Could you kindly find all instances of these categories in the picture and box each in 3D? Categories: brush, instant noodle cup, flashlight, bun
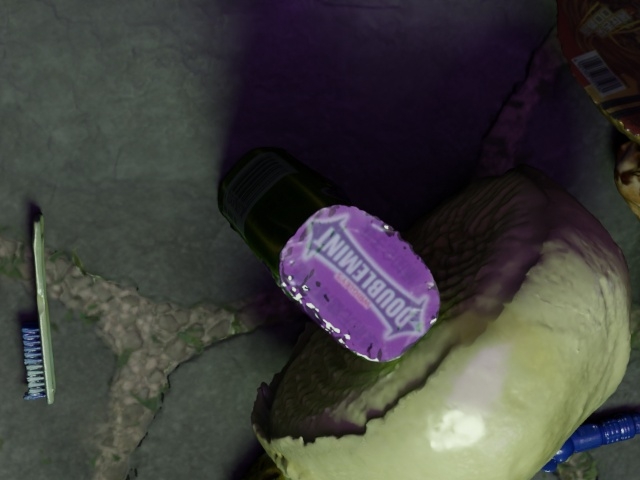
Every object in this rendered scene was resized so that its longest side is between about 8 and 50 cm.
[{"bbox_3d":[-0.261,0.063,1.619,0.030,0.033,0.178,0,106,5],"label":"brush"},{"bbox_3d":[0.333,-0.154,1.588,0.274,0.274,0.090,0,146,-10],"label":"instant noodle cup"},{"bbox_3d":[0.262,0.195,1.748,0.121,0.057,0.035,-13,143,-13],"label":"flashlight"},{"bbox_3d":[0.126,0.110,1.525,0.364,0.364,0.202,-42,104,3],"label":"bun"}]

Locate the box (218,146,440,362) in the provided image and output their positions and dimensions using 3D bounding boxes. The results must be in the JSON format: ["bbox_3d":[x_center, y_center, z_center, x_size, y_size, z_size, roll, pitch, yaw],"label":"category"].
[{"bbox_3d":[0.000,0.000,1.482,0.134,0.345,0.097,42,90,-14],"label":"box"}]

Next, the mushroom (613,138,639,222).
[{"bbox_3d":[0.415,0.018,1.650,0.267,0.267,0.254,-2,72,-9],"label":"mushroom"}]

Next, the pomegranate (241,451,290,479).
[{"bbox_3d":[0.001,0.275,1.678,0.143,0.122,0.169,-47,107,-25],"label":"pomegranate"}]
